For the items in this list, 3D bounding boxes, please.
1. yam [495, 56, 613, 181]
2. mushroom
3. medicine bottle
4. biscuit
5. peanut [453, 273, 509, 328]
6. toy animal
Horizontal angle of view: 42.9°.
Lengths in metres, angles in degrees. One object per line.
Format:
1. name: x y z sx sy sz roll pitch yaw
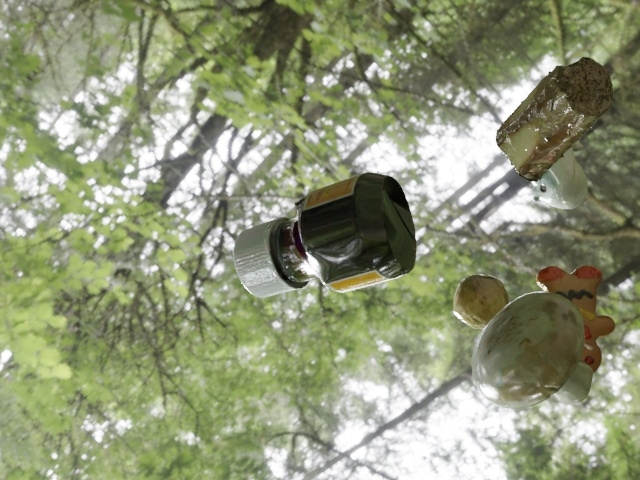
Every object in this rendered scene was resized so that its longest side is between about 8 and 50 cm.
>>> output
1. yam: 0.434 -0.226 1.523 0.129 0.238 0.128 25 -125 -9
2. mushroom: 0.419 0.227 1.540 0.243 0.243 0.243 31 -146 -24
3. medicine bottle: 0.000 0.000 1.788 0.242 0.395 0.242 33 -129 -54
4. biscuit: 0.565 0.177 1.794 0.036 0.165 0.250 65 -159 -79
5. peanut: 0.406 0.156 2.077 0.159 0.109 0.140 -13 -125 -31
6. toy animal: 0.723 -0.215 2.473 0.249 0.174 0.289 28 -133 -55
